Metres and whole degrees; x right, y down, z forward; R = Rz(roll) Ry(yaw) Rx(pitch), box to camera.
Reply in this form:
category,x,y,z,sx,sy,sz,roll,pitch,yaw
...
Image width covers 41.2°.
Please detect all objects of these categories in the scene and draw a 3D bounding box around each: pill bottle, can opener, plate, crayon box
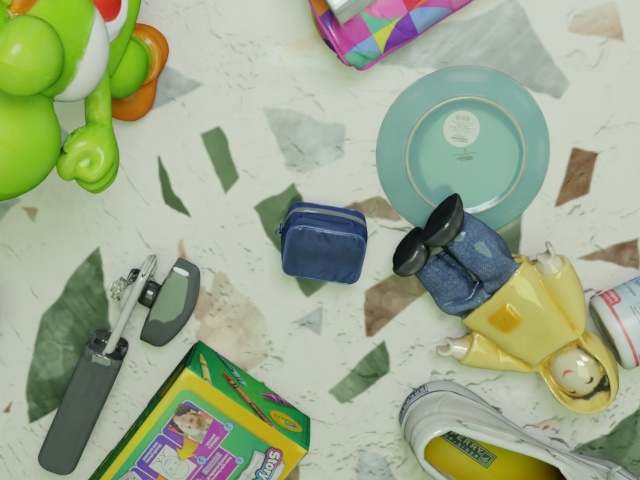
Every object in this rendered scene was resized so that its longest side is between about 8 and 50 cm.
category,x,y,z,sx,sy,sz,roll,pitch,yaw
pill bottle,0.382,0.069,0.919,0.160,0.087,0.087,-26,103,6
can opener,-0.228,0.139,0.943,0.093,0.074,0.280,29,103,-8
plate,0.153,-0.091,0.909,0.188,0.024,0.188,0,105,1
crayon box,-0.158,0.275,0.975,0.165,0.081,0.278,37,101,-9

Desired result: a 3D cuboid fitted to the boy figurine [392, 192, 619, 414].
category,x,y,z,sx,sy,sz,roll,pitch,yaw
boy figurine,0.205,0.084,0.914,0.285,0.092,0.177,43,115,-11

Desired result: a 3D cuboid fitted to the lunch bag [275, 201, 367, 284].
category,x,y,z,sx,sy,sz,roll,pitch,yaw
lunch bag,0.000,0.000,0.913,0.099,0.065,0.067,11,120,-4

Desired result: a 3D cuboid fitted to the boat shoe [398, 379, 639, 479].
category,x,y,z,sx,sy,sz,roll,pitch,yaw
boat shoe,0.256,0.290,0.940,0.367,0.156,0.135,34,102,-8

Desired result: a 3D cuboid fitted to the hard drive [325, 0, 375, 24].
category,x,y,z,sx,sy,sz,roll,pitch,yaw
hard drive,0.103,-0.391,0.772,0.353,0.047,0.233,-34,75,8

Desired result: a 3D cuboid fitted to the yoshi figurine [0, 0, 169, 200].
category,x,y,z,sx,sy,sz,roll,pitch,yaw
yoshi figurine,-0.246,-0.135,0.723,0.204,0.362,0.202,-9,105,2

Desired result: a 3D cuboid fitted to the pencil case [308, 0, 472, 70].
category,x,y,z,sx,sy,sz,roll,pitch,yaw
pencil case,0.104,-0.255,0.829,0.236,0.104,0.104,-28,103,9
